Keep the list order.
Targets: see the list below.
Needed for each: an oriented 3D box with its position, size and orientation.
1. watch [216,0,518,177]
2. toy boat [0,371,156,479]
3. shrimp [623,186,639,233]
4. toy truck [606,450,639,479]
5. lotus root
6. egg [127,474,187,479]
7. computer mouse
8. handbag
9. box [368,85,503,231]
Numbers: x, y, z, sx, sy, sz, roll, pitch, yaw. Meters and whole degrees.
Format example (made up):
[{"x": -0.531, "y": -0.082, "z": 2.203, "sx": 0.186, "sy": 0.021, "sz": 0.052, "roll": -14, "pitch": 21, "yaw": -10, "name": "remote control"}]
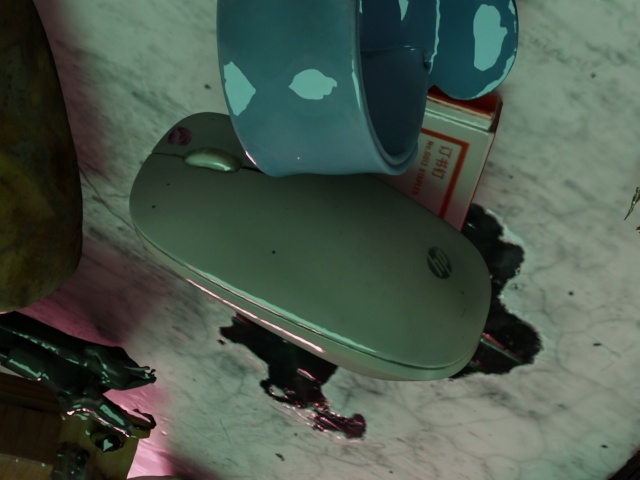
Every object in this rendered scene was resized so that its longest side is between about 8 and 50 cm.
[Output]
[{"x": 0.010, "y": -0.140, "z": 0.631, "sx": 0.211, "sy": 0.193, "sz": 0.211, "roll": 9, "pitch": 117, "yaw": 17, "name": "watch"}, {"x": -0.417, "y": 0.210, "z": 1.117, "sx": 0.445, "sy": 0.162, "sz": 0.136, "roll": 19, "pitch": 94, "yaw": -15, "name": "toy boat"}, {"x": 0.297, "y": -0.058, "z": 0.738, "sx": 0.095, "sy": 0.045, "sz": 0.162, "roll": 10, "pitch": 134, "yaw": -15, "name": "shrimp"}, {"x": 0.334, "y": 0.286, "z": 0.997, "sx": 0.114, "sy": 0.107, "sz": 0.252, "roll": 23, "pitch": 138, "yaw": -1, "name": "toy truck"}, {"x": -0.337, "y": -0.108, "z": 0.810, "sx": 0.250, "sy": 0.250, "sz": 0.346, "roll": 11, "pitch": 134, "yaw": 13, "name": "lotus root"}, {"x": -0.209, "y": 0.396, "z": 1.276, "sx": 0.183, "sy": 0.183, "sz": 0.217, "roll": -19, "pitch": 132, "yaw": 36, "name": "egg"}, {"x": 0.003, "y": -0.003, "z": 0.745, "sx": 0.288, "sy": 0.159, "sz": 0.097, "roll": 32, "pitch": 142, "yaw": -7, "name": "computer mouse"}, {"x": -0.309, "y": 0.109, "z": 1.016, "sx": 0.247, "sy": 0.079, "sz": 0.260, "roll": 26, "pitch": 171, "yaw": -18, "name": "handbag"}, {"x": 0.066, "y": -0.045, "z": 0.830, "sx": 0.123, "sy": 0.050, "sz": 0.229, "roll": 19, "pitch": 137, "yaw": 5, "name": "box"}]
